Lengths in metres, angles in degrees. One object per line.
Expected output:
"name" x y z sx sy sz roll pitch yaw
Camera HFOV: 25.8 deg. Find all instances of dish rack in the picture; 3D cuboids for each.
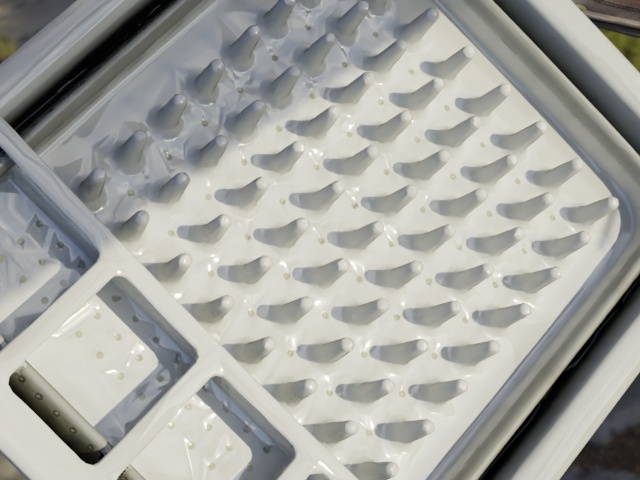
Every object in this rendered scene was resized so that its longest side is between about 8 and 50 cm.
"dish rack" 0.000 0.000 0.610 0.333 0.285 0.072 -46 4 -25

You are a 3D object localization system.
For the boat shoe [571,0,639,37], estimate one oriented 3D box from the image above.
"boat shoe" 0.138 -0.180 0.955 0.285 0.092 0.103 7 23 24
